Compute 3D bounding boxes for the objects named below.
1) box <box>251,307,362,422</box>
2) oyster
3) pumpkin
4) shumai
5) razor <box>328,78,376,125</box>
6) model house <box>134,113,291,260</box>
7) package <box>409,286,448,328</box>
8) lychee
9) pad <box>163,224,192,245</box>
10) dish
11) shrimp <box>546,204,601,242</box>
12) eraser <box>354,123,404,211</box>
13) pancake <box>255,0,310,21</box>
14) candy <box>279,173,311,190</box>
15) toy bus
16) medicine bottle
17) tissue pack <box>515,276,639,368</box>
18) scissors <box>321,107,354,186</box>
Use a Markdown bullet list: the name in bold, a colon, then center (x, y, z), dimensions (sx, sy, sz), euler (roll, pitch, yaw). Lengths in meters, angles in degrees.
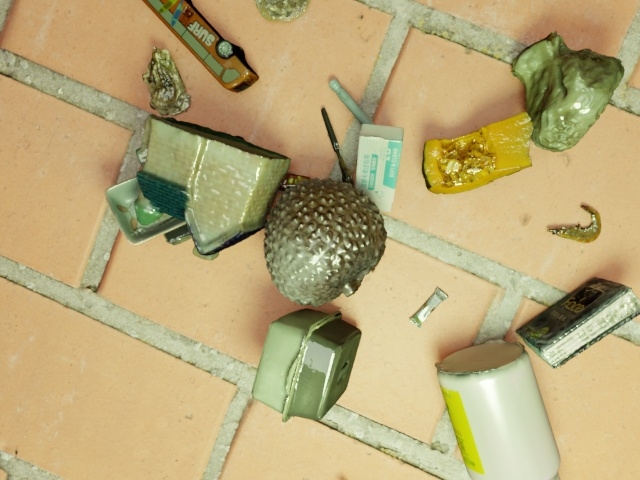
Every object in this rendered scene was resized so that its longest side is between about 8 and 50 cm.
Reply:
- **box**: center (-0.022, 0.274, 1.139), dimensions (0.166, 0.290, 0.221), euler (16, 94, 16)
- **oyster**: center (-0.398, -0.396, 1.250), dimensions (0.108, 0.053, 0.166), euler (-13, 99, 16)
- **pumpkin**: center (0.358, -0.191, 1.147), dimensions (0.247, 0.126, 0.131), euler (-9, 77, 15)
- **shumai**: center (0.507, -0.324, 1.085), dimensions (0.221, 0.261, 0.225), euler (32, 129, 8)
- **razor**: center (0.100, -0.300, 1.197), dimensions (0.068, 0.106, 0.232), euler (-39, 80, 6)
- **model house**: center (-0.263, -0.112, 1.138), dimensions (0.298, 0.243, 0.285), euler (21, 99, 10)
- **package**: center (0.270, 0.169, 1.239), dimensions (0.037, 0.015, 0.110), euler (41, 95, 7)
- **lychee**: center (-0.002, 0.003, 1.122), dimensions (0.299, 0.300, 0.300), euler (0, 94, 5)
- **pad**: center (-0.316, -0.106, 1.276), dimensions (0.232, 0.022, 0.174), euler (-23, 90, 5)
- **dish**: center (-0.390, -0.094, 1.227), dimensions (0.234, 0.064, 0.154), euler (-27, 90, -20)
- **shrimp**: center (0.606, -0.038, 1.189), dimensions (0.127, 0.025, 0.091), euler (-1, 93, 1)
- **eraser**: center (0.130, -0.161, 1.141), dimensions (0.095, 0.225, 0.052), euler (6, 50, 5)
- **pancake**: center (-0.095, -0.609, 1.219), dimensions (0.151, 0.025, 0.152), euler (0, 95, 5)
- **candy**: center (-0.075, -0.141, 1.236), dimensions (0.181, 0.046, 0.053), euler (11, 88, 3)
- **toy bus**: center (-0.314, -0.527, 1.213), dimensions (0.092, 0.093, 0.409), euler (-43, 88, 14)
- **medicine bottle**: center (0.419, 0.439, 1.142), dimensions (0.213, 0.213, 0.379), euler (-18, 91, 6)
- **tissue pack**: center (0.581, 0.183, 1.131), dimensions (0.235, 0.173, 0.073), euler (-37, 90, 7)
- **scissors**: center (0.039, -0.224, 1.216), dimensions (0.017, 0.088, 0.220), euler (-18, 81, -4)
